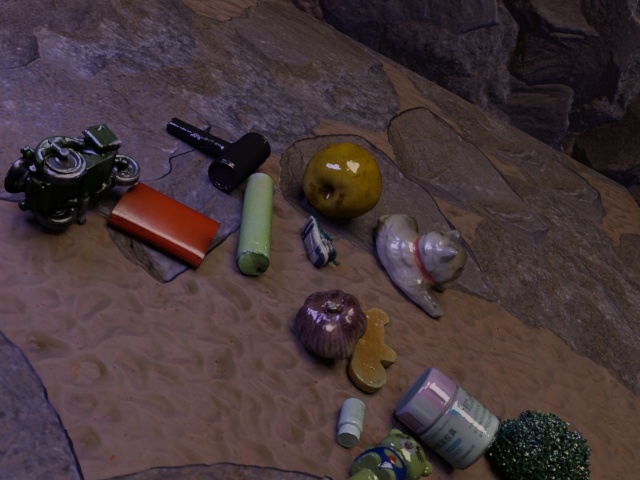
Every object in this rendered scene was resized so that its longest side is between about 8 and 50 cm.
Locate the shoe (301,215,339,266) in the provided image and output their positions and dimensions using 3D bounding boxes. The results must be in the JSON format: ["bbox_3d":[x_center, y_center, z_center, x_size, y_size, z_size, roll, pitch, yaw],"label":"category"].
[{"bbox_3d":[0.000,0.000,1.498,0.071,0.064,0.143,5,47,-35],"label":"shoe"}]

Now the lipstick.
[{"bbox_3d":[-0.145,-0.042,1.415,0.076,0.076,0.304,23,35,-18],"label":"lipstick"}]

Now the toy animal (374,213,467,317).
[{"bbox_3d":[0.268,0.002,1.634,0.266,0.188,0.308,29,37,6],"label":"toy animal"}]

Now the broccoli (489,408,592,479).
[{"bbox_3d":[0.452,0.444,1.304,0.219,0.194,0.194,18,30,17],"label":"broccoli"}]

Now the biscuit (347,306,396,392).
[{"bbox_3d":[0.093,0.225,1.331,0.153,0.030,0.234,17,38,-18],"label":"biscuit"}]

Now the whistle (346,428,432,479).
[{"bbox_3d":[0.109,0.401,1.081,0.227,0.085,0.105,-11,46,-47],"label":"whistle"}]

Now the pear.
[{"bbox_3d":[0.065,-0.157,1.624,0.209,0.209,0.209,23,36,-18],"label":"pear"}]

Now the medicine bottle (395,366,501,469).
[{"bbox_3d":[0.249,0.348,1.223,0.168,0.135,0.135,40,34,7],"label":"medicine bottle"}]

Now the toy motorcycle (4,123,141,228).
[{"bbox_3d":[-0.447,-0.135,1.145,0.127,0.205,0.275,38,46,4],"label":"toy motorcycle"}]

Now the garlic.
[{"bbox_3d":[0.021,0.162,1.260,0.147,0.102,0.159,-5,43,9],"label":"garlic"}]

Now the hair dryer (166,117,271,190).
[{"bbox_3d":[-0.272,-0.233,1.551,0.251,0.089,0.197,27,36,4],"label":"hair dryer"}]

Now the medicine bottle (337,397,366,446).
[{"bbox_3d":[0.057,0.337,1.149,0.047,0.047,0.083,30,35,-8],"label":"medicine bottle"}]

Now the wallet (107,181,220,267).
[{"bbox_3d":[-0.318,-0.035,1.283,0.204,0.045,0.142,28,37,-10],"label":"wallet"}]
